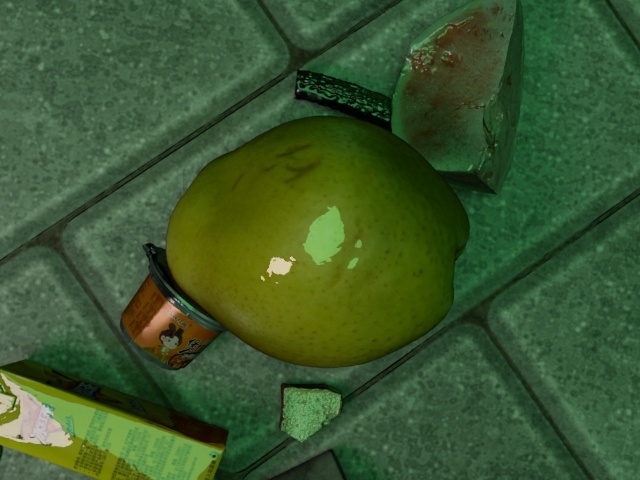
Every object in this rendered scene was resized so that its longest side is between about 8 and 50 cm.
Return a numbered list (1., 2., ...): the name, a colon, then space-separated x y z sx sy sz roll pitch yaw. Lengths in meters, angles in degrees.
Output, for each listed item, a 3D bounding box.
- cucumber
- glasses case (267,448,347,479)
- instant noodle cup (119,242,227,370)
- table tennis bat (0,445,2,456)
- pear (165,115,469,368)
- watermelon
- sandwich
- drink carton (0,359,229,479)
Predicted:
1. cucumber: 0.045 -0.231 1.359 0.187 0.058 0.058 19 86 -4
2. glasses case: -0.095 0.434 1.294 0.299 0.060 0.114 -24 49 -5
3. instant noodle cup: -0.225 0.117 1.271 0.208 0.178 0.125 43 98 17
4. table tennis bat: -0.579 0.340 1.300 0.157 0.013 0.086 -18 89 -6
5. pear: 0.000 0.000 1.197 0.419 0.362 0.362 6 86 9
6. watermelon: 0.241 -0.236 1.312 0.224 0.180 0.305 15 83 -20
7. sandwich: -0.015 0.275 1.335 0.105 0.036 0.093 0 86 -6
8. drink carton: -0.322 0.289 1.251 0.352 0.154 0.111 21 85 -3
